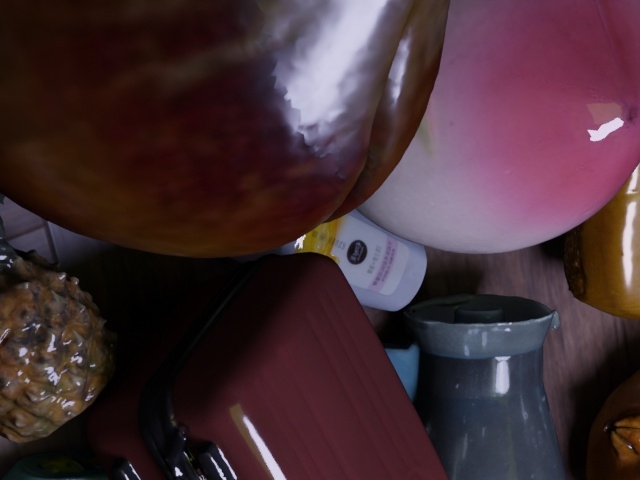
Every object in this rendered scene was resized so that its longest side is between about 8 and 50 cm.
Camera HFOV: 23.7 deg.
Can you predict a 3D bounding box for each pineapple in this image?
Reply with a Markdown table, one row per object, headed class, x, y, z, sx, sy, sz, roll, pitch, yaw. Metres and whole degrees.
| class | x | y | z | sx | sy | sz | roll | pitch | yaw |
| --- | --- | --- | --- | --- | --- | --- | --- | --- | --- |
| pineapple | -0.251 | 0.023 | 1.080 | 0.128 | 0.128 | 0.248 | -41 | 116 | -19 |

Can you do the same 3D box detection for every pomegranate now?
| class | x | y | z | sx | sy | sz | roll | pitch | yaw |
| --- | --- | --- | --- | --- | --- | --- | --- | --- | --- |
| pomegranate | 0.357 | 0.220 | 1.488 | 0.209 | 0.209 | 0.209 | -9 | 107 | -32 |

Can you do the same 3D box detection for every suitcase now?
| class | x | y | z | sx | sy | sz | roll | pitch | yaw |
| --- | --- | --- | --- | --- | --- | --- | --- | --- | --- |
| suitcase | -0.027 | 0.179 | 1.183 | 0.297 | 0.161 | 0.236 | 62 | 35 | -19 |

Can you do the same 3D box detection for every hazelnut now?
| class | x | y | z | sx | sy | sz | roll | pitch | yaw |
| --- | --- | --- | --- | --- | --- | --- | --- | --- | --- |
| hazelnut | -0.111 | -0.203 | 0.974 | 0.402 | 0.402 | 0.429 | -7 | 110 | -32 |

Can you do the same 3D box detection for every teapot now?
| class | x | y | z | sx | sy | sz | roll | pitch | yaw |
| --- | --- | --- | --- | --- | --- | --- | --- | --- | --- |
| teapot | 0.126 | 0.168 | 1.352 | 0.203 | 0.171 | 0.225 | -2 | 97 | -3 |

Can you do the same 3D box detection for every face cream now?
| class | x | y | z | sx | sy | sz | roll | pitch | yaw |
| --- | --- | --- | --- | --- | --- | --- | --- | --- | --- |
| face cream | 0.000 | 0.000 | 1.273 | 0.198 | 0.057 | 0.084 | 22 | 89 | -36 |

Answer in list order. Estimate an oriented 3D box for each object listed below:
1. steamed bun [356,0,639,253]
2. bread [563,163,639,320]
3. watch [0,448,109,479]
| class | x | y | z | sx | sy | sz | roll | pitch | yaw |
| --- | --- | --- | --- | --- | --- | --- | --- | --- | --- |
| steamed bun | 0.146 | -0.127 | 1.200 | 0.309 | 0.309 | 0.309 | -9 | 107 | -32 |
| bread | 0.361 | -0.090 | 1.443 | 0.328 | 0.148 | 0.337 | -7 | 108 | -28 |
| watch | -0.178 | 0.262 | 1.214 | 0.237 | 0.068 | 0.195 | -2 | 104 | -33 |
